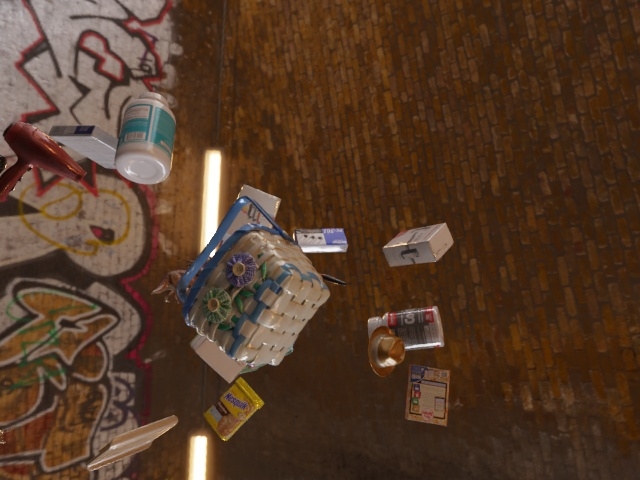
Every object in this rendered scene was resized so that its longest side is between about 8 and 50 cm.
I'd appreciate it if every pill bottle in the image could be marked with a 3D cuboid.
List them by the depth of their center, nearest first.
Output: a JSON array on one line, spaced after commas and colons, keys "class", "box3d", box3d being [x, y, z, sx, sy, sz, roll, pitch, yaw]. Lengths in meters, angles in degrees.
[{"class": "pill bottle", "box3d": [-0.502, -0.306, 1.188, 0.146, 0.146, 0.264, -38, -133, 43]}, {"class": "pill bottle", "box3d": [0.344, 0.363, 1.651, 0.283, 0.161, 0.161, -11, -104, 17]}]

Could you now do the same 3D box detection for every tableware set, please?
[{"class": "tableware set", "box3d": [-0.917, 0.550, 1.112, 0.194, 0.128, 0.039, -33, -114, 52]}]

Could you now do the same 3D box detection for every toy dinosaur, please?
[{"class": "toy dinosaur", "box3d": [-0.609, 0.173, 1.828, 0.127, 0.295, 0.201, -5, -93, 60]}]

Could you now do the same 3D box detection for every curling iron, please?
[{"class": "curling iron", "box3d": [0.024, 0.199, 2.061, 0.273, 0.035, 0.068, 5, -83, 41]}]

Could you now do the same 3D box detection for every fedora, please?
[{"class": "fedora", "box3d": [0.253, 0.402, 1.487, 0.079, 0.194, 0.195, -14, -104, 42]}]

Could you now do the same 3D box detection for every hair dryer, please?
[{"class": "hair dryer", "box3d": [-0.750, -0.180, 1.014, 0.080, 0.293, 0.224, -146, -125, -63]}]

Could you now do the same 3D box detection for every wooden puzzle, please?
[{"class": "wooden puzzle", "box3d": [-0.612, 0.650, 1.325, 0.239, 0.220, 0.044, -45, -117, 30]}]

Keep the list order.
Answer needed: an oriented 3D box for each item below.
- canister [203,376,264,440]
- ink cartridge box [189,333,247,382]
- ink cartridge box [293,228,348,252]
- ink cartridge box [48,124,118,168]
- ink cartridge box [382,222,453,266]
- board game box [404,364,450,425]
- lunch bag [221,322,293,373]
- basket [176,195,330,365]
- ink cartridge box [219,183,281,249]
[{"class": "canister", "box3d": [-0.298, 0.579, 1.402, 0.126, 0.170, 0.073, 40, -19, 22]}, {"class": "ink cartridge box", "box3d": [-0.344, 0.375, 1.366, 0.160, 0.092, 0.219, 46, -21, -9]}, {"class": "ink cartridge box", "box3d": [0.000, 0.000, 1.656, 0.046, 0.206, 0.097, 104, -21, -43]}, {"class": "ink cartridge box", "box3d": [-0.727, -0.306, 1.354, 0.223, 0.224, 0.045, 8, -106, 26]}, {"class": "ink cartridge box", "box3d": [0.375, 0.019, 1.574, 0.217, 0.158, 0.092, -10, -70, 47]}, {"class": "board game box", "box3d": [0.396, 0.570, 1.511, 0.045, 0.146, 0.194, 84, 16, -72]}, {"class": "lunch bag", "box3d": [-0.266, 0.390, 1.640, 0.223, 0.262, 0.160, 56, -24, 27]}, {"class": "basket", "box3d": [-0.142, 0.070, 0.774, 0.289, 0.201, 0.255, 36, -86, 42]}, {"class": "ink cartridge box", "box3d": [-0.216, -0.055, 1.254, 0.128, 0.127, 0.176, 136, -27, -61]}]
